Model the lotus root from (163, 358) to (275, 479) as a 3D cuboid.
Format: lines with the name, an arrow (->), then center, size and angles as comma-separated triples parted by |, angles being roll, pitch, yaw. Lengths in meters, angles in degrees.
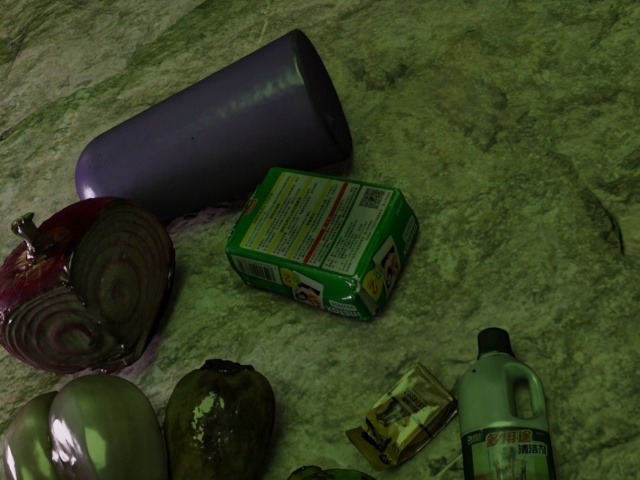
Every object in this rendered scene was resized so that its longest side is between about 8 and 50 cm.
lotus root -> -0.132, 0.250, 0.954 | 0.139, 0.138, 0.213 | 0, 63, 25

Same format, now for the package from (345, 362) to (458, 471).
package -> 0.101, 0.217, 0.920 | 0.131, 0.047, 0.071 | -44, 52, -8

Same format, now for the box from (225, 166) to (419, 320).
box -> 0.000, 0.000, 1.093 | 0.250, 0.103, 0.180 | 14, 63, 30

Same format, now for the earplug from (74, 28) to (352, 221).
earplug -> -0.190, -0.153, 1.236 | 0.456, 0.215, 0.215 | -21, 50, 15

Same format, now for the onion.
onion -> -0.365, 0.061, 1.139 | 0.231, 0.272, 0.256 | -10, 18, 32

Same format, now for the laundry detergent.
laundry detergent -> 0.208, 0.203, 0.867 | 0.099, 0.070, 0.225 | -13, 51, 21

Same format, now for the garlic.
garlic -> -0.308, 0.300, 0.960 | 0.279, 0.132, 0.325 | -38, 58, 19

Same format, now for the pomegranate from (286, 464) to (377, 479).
pomegranate -> 0.023, 0.305, 0.830 | 0.122, 0.143, 0.169 | -49, 32, 26
